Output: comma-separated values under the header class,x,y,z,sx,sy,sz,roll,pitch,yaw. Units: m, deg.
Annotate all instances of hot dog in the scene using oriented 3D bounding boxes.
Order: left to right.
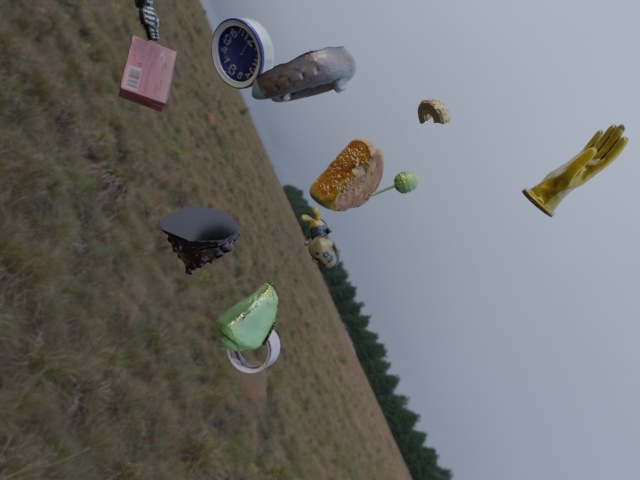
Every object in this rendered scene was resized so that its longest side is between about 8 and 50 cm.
class,x,y,z,sx,sy,sz,roll,pitch,yaw
hot dog,0.098,-0.193,1.559,0.150,0.256,0.153,44,2,35

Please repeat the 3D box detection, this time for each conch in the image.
class,x,y,z,sx,sy,sz,roll,pitch,yaw
conch,-0.223,0.263,1.569,0.143,0.251,0.137,51,-13,39

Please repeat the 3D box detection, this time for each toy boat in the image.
class,x,y,z,sx,sy,sz,roll,pitch,yaw
toy boat,-0.028,-0.333,1.040,0.155,0.228,0.084,-20,96,-64

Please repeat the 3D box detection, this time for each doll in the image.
class,x,y,z,sx,sy,sz,roll,pitch,yaw
doll,-0.578,-0.774,1.603,0.091,0.067,0.219,-61,146,-67
doll,0.000,0.000,1.345,0.089,0.102,0.179,-18,78,-57

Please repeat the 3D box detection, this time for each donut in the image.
class,x,y,z,sx,sy,sz,roll,pitch,yaw
donut,0.469,-0.544,2.041,0.166,0.065,0.108,31,-34,60

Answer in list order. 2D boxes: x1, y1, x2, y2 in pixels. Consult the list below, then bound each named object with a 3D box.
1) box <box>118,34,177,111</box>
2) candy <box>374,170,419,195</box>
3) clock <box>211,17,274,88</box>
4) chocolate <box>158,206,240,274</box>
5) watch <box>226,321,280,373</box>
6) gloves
class,x,y,z,sx,sy,sz,roll,pitch,yaw
box,-0.418,-0.405,1.184,0.060,0.112,0.156,-14,-116,63
candy,0.225,-0.186,1.922,0.093,0.336,0.092,-95,159,-48
clock,-0.272,-0.651,1.702,0.083,0.231,0.230,-32,100,-50
chocolate,-0.351,0.025,1.440,0.224,0.207,0.176,-42,149,-57
watch,-0.297,0.437,2.073,0.196,0.245,0.231,4,79,-76
gloves,0.717,-0.208,1.360,0.116,0.294,0.133,28,29,-22
